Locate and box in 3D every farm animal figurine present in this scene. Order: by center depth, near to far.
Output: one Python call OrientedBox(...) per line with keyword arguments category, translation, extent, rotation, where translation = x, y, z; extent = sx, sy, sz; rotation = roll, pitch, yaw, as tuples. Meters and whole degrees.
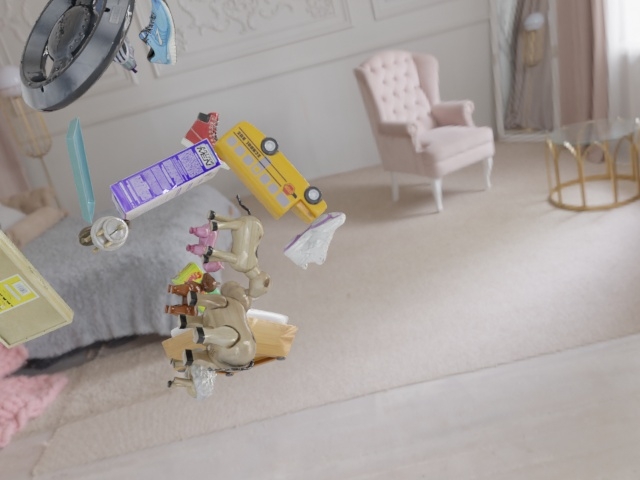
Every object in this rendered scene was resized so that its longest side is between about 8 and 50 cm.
OrientedBox(category="farm animal figurine", translation=(-0.191, 0.128, 1.260), extent=(0.172, 0.327, 0.330), rotation=(10, -37, -28))

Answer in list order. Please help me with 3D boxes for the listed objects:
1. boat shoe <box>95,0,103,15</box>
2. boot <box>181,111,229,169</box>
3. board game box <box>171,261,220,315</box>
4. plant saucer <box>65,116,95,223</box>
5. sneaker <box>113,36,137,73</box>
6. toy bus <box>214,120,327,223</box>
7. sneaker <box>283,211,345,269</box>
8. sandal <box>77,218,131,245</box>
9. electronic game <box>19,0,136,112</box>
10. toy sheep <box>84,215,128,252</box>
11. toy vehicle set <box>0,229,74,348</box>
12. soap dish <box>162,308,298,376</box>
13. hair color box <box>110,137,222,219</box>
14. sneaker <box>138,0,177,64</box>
OrientedBox(category="boat shoe", translation=(-0.556, -0.553, 1.334), extent=(0.258, 0.109, 0.089), rotation=(24, 0, -10))
OrientedBox(category="boot", translation=(-0.410, -0.394, 2.372), extent=(0.244, 0.176, 0.088), rotation=(35, 6, 21))
OrientedBox(category="board game box", translation=(-0.425, 0.173, 2.144), extent=(0.092, 0.181, 0.043), rotation=(-47, 27, -26))
OrientedBox(category="plant saucer", translation=(-0.430, -0.122, 1.101), extent=(0.018, 0.192, 0.067), rotation=(-3, 43, -10))
OrientedBox(category="sneaker", translation=(-0.617, -0.608, 1.862), extent=(0.083, 0.224, 0.098), rotation=(-23, -21, 7))
OrientedBox(category="toy bus", translation=(-0.134, -0.175, 1.697), extent=(0.130, 0.333, 0.108), rotation=(-43, 4, -15))
OrientedBox(category="sneaker", translation=(0.000, 0.000, 2.419), extent=(0.305, 0.152, 0.114), rotation=(-37, 12, 28))
OrientedBox(category="sandal", translation=(-0.649, -0.031, 1.838), extent=(0.060, 0.090, 0.219), rotation=(39, 22, 15))
OrientedBox(category="electronic game", translation=(-0.338, -0.281, 0.847), extent=(0.229, 0.048, 0.230), rotation=(-16, 61, 31))
OrientedBox(category="toy sheep", translation=(-0.499, -0.016, 1.449), extent=(0.132, 0.091, 0.091), rotation=(-12, 17, 42))
OrientedBox(category="toy vehicle set", translation=(-0.686, 0.113, 1.331), extent=(0.165, 0.267, 0.035), rotation=(-21, 38, 3))
OrientedBox(category="soap dish", translation=(-0.237, 0.270, 1.603), extent=(0.290, 0.118, 0.228), rotation=(-25, -30, 38))
OrientedBox(category="hair color box", translation=(-0.498, -0.191, 1.967), extent=(0.338, 0.110, 0.185), rotation=(-29, 3, -20))
OrientedBox(category="sneaker", translation=(-0.345, -0.439, 1.289), extent=(0.073, 0.162, 0.063), rotation=(-12, 48, -18))
